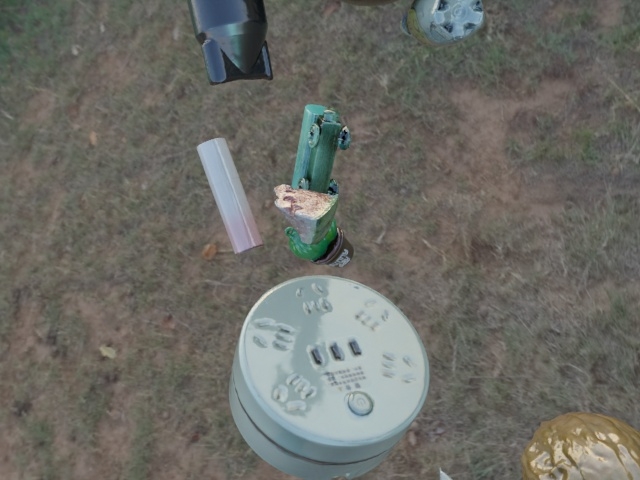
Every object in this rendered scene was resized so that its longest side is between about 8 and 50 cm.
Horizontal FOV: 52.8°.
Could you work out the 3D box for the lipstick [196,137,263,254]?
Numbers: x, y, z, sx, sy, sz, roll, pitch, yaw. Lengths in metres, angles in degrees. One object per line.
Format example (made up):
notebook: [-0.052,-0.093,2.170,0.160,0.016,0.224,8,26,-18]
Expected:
lipstick: [-0.257,-0.124,1.833,0.087,0.087,0.326,-21,88,21]

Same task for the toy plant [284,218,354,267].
toy plant: [0.000,0.000,1.674,0.143,0.200,0.105,-42,40,22]

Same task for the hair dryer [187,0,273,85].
hair dryer: [-0.067,-0.363,0.905,0.303,0.116,0.244,-7,100,39]

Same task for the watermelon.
watermelon: [-0.031,-0.070,1.388,0.121,0.098,0.158,-35,93,39]

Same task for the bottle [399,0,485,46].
bottle: [0.167,-0.330,0.966,0.083,0.269,0.083,-1,104,-6]

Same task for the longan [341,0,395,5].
longan: [0.096,-0.570,1.065,0.361,0.361,0.360,-8,71,25]

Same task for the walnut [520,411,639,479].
walnut: [0.392,0.348,0.913,0.214,0.213,0.213,-8,71,25]

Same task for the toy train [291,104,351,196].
toy train: [-0.009,-0.198,1.496,0.159,0.101,0.248,-123,39,-52]

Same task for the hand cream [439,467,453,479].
hand cream: [0.210,0.371,0.734,0.078,0.341,0.124,-12,91,-9]

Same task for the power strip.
power strip: [0.007,0.226,1.143,0.358,0.161,0.357,8,48,-9]
